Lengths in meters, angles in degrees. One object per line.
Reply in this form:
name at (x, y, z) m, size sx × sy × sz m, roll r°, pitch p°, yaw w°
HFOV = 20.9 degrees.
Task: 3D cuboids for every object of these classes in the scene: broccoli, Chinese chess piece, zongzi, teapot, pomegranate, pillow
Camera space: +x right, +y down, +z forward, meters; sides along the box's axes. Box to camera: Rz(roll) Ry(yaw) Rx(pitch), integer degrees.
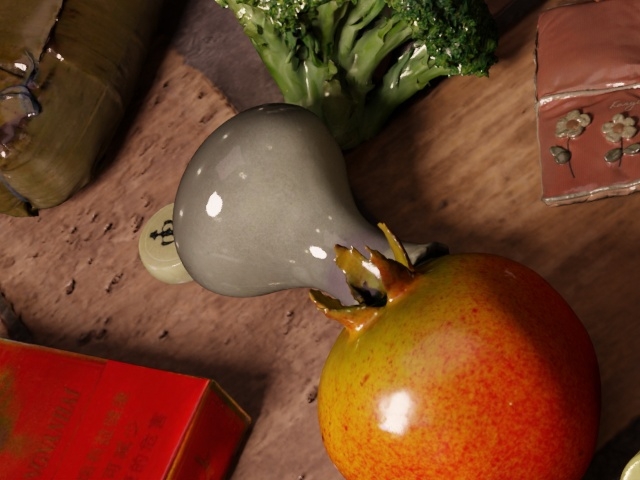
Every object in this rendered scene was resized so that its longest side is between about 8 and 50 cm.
broccoli at (0.023, -0.213, 1.593) m, size 0.261 × 0.242 × 0.269 m, roll 25°, pitch 27°, yaw 32°
Chinese chess piece at (-0.132, 0.001, 1.648) m, size 0.084 × 0.034 × 0.084 m, roll -15°, pitch 51°, yaw 19°
zongzi at (-0.356, -0.200, 1.820) m, size 0.393 × 0.174 × 0.356 m, roll 4°, pitch 63°, yaw 31°
teapot at (0.000, 0.000, 1.499) m, size 0.251 × 0.183 × 0.183 m, roll 33°, pitch 76°, yaw 29°
pomegranate at (0.093, 0.104, 1.317) m, size 0.221 × 0.257 × 0.221 m, roll -37°, pitch 6°, yaw 4°
pillow at (0.249, -0.127, 1.532) m, size 0.126 × 0.043 × 0.232 m, roll -10°, pitch 51°, yaw 17°

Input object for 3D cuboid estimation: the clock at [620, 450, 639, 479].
clock at (0.307, 0.206, 1.094) m, size 0.232 × 0.069 × 0.170 m, roll -4°, pitch 95°, yaw 27°

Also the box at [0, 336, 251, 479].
box at (-0.239, 0.198, 1.527) m, size 0.313 × 0.089 × 0.197 m, roll 9°, pitch 64°, yaw 32°
